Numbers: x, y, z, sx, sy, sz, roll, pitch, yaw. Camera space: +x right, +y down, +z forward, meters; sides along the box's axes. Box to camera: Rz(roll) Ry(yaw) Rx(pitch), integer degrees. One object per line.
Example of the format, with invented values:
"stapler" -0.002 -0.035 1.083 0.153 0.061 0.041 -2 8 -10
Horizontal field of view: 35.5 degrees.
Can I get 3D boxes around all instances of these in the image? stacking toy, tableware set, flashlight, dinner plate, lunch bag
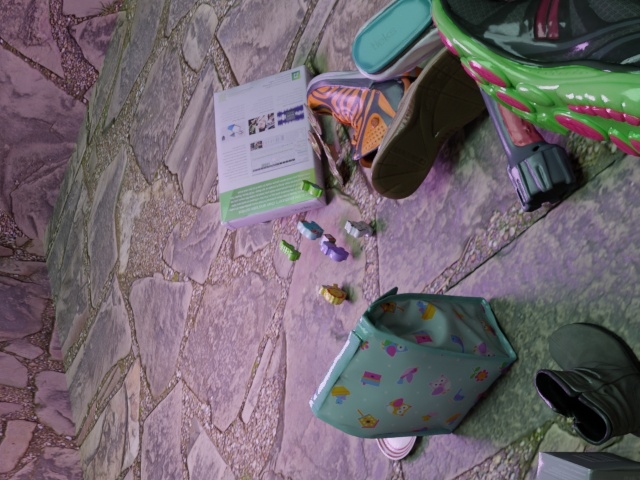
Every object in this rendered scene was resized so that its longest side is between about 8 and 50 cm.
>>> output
"stacking toy" 0.000 0.000 1.990 0.221 0.052 0.167 41 120 38
"tableware set" 0.005 -0.188 1.997 0.141 0.020 0.168 59 173 23
"flashlight" 0.296 -0.204 1.489 0.103 0.103 0.304 58 -168 -69
"dinner plate" 0.137 0.316 1.766 0.141 0.017 0.141 -18 69 57
"lunch bag" 0.129 0.193 1.559 0.223 0.262 0.160 -60 37 36

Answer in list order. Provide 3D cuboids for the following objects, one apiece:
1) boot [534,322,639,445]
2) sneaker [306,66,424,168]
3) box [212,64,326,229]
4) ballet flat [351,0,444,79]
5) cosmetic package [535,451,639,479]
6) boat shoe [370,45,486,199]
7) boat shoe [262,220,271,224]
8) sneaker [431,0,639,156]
"boot" 0.339 0.175 1.293 0.246 0.161 0.083 46 123 54
"sneaker" 0.069 -0.225 1.885 0.321 0.125 0.180 -1 83 58
"box" -0.113 -0.200 2.156 0.232 0.058 0.322 -13 67 21
"ballet flat" 0.221 -0.396 1.626 0.400 0.139 0.139 -34 54 35
"cosmetic package" 0.341 0.397 1.282 0.107 0.127 0.238 5 90 60
"boat shoe" 0.190 -0.229 1.684 0.341 0.122 0.110 -52 17 24
"boat shoe" -0.111 -0.164 2.234 0.079 0.095 0.254 162 121 -70
"sneaker" 0.329 -0.249 1.259 0.202 0.185 0.483 -53 42 -3
